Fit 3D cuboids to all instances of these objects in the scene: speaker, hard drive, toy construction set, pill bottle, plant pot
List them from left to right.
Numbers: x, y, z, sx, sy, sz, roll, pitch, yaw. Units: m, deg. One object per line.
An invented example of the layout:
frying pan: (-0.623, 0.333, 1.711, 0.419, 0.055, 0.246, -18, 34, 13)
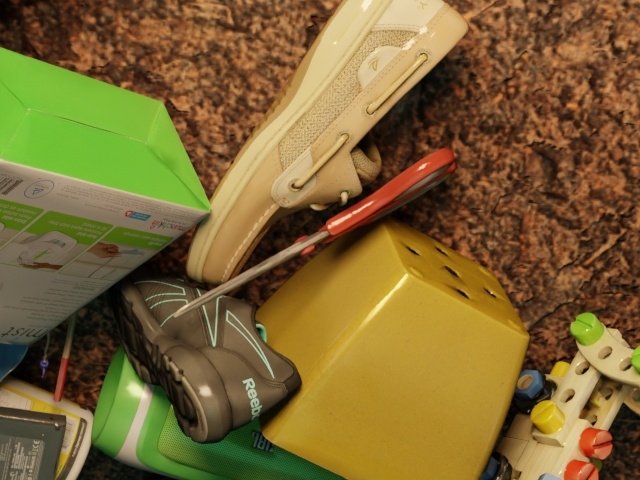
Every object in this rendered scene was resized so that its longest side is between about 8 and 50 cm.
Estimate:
hard drive: (-0.317, 0.202, 1.394, 0.135, 0.022, 0.094, 10, 108, -15)
pill bottle: (-0.326, 0.183, 1.454, 0.184, 0.103, 0.103, 27, 119, -19)
speaker: (-0.070, 0.192, 1.460, 0.297, 0.131, 0.131, 18, 122, -14)
plant pot: (0.072, 0.101, 1.368, 0.212, 0.212, 0.187, 28, 107, -20)
toy construction set: (0.256, 0.195, 1.393, 0.215, 0.328, 0.151, 3, 129, 50)

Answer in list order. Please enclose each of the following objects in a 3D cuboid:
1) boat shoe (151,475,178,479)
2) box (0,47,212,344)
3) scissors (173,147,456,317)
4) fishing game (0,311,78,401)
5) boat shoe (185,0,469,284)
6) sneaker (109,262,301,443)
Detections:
boat shoe: (-0.115, 0.400, 1.602, 0.123, 0.120, 0.324, -20, 123, 11)
box: (-0.264, -0.026, 1.192, 0.231, 0.126, 0.262, -35, 156, 24)
scissors: (0.000, 0.000, 1.297, 0.297, 0.109, 0.021, -32, 85, -10)
fishing game: (-0.356, 0.062, 1.368, 0.264, 0.041, 0.189, 12, 94, -9)
boat shoe: (-0.002, -0.077, 1.267, 0.110, 0.121, 0.341, 35, 117, -2)
sneaker: (-0.113, 0.090, 1.323, 0.106, 0.267, 0.101, -20, 126, -20)
